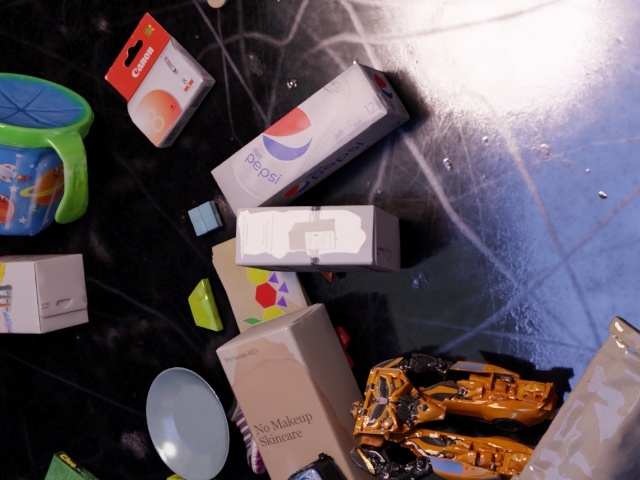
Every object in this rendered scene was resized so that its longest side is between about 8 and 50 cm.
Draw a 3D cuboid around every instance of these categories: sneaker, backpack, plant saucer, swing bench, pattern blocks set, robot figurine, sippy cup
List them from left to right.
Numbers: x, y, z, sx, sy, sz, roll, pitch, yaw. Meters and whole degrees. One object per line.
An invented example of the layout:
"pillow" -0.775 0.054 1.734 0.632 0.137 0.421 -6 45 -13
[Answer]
"sippy cup" -0.520 -0.137 1.839 0.305 0.240 0.224 -114 36 -56
"plant saucer" -0.211 0.302 1.805 0.195 0.037 0.194 9 105 38
"sneaker" -0.109 0.292 1.742 0.075 0.063 0.170 16 120 40
"pattern blocks set" -0.089 0.074 1.727 0.285 0.026 0.324 -12 90 29
"backpack" -0.016 0.380 1.547 0.114 0.084 0.105 -40 83 32
"robot figurine" 0.176 0.251 1.530 0.291 0.085 0.211 5 58 21
"swing bench" 0.396 0.223 1.350 0.165 0.255 0.253 35 111 21

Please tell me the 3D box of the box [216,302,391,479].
"box" -0.017 0.268 1.634 0.148 0.121 0.311 -22 94 30

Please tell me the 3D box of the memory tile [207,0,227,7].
"memory tile" -0.146 -0.447 1.704 0.148 0.012 0.113 -39 78 26

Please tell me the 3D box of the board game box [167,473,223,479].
"board game box" -0.210 0.490 1.835 0.092 0.043 0.181 5 99 28

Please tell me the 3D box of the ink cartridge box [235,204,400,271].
"ink cartridge box" 0.000 0.000 1.576 0.208 0.153 0.086 0 84 17

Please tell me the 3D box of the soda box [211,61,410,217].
"soda box" -0.017 -0.141 1.606 0.286 0.098 0.091 -34 78 22

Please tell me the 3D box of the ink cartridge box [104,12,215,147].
"ink cartridge box" -0.274 -0.264 1.779 0.179 0.045 0.145 45 114 14

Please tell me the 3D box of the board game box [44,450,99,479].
"board game box" -0.474 0.529 1.993 0.136 0.030 0.259 33 111 24

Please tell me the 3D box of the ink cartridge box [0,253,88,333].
"ink cartridge box" -0.516 0.092 1.905 0.176 0.128 0.127 -1 95 28
